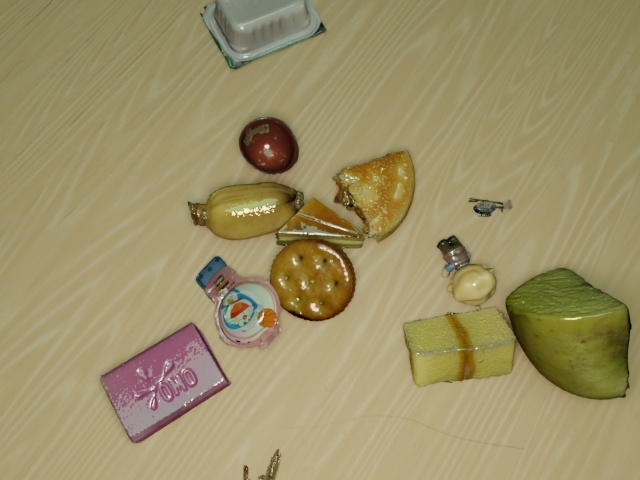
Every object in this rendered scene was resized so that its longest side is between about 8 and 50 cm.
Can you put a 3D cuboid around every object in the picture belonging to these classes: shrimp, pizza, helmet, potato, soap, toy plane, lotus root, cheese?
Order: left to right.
[{"bbox_3d":[-0.372,0.341,1.348,0.259,0.081,0.181,-30,74,-11],"label":"soap"},{"bbox_3d":[-0.210,0.158,1.414,0.189,0.074,0.286,-45,65,-1],"label":"cheese"},{"bbox_3d":[-0.191,-0.079,1.471,0.303,0.131,0.146,-8,49,-5],"label":"lotus root"},{"bbox_3d":[-0.140,0.542,1.316,0.083,0.023,0.114,21,76,9],"label":"shrimp"},{"bbox_3d":[-0.137,-0.243,1.540,0.175,0.106,0.155,42,77,10],"label":"helmet"},{"bbox_3d":[0.139,-0.135,1.521,0.229,0.081,0.289,18,71,-2],"label":"pizza"},{"bbox_3d":[0.473,-0.093,1.543,0.121,0.031,0.049,2,63,3],"label":"toy plane"},{"bbox_3d":[0.564,0.245,1.307,0.213,0.330,0.280,-15,102,5],"label":"potato"}]

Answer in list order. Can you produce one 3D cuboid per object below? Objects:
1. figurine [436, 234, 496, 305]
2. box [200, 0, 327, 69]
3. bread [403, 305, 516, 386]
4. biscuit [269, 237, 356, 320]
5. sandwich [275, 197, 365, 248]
[{"bbox_3d":[0.374,0.079,1.456,0.114,0.108,0.196,-19,54,-18],"label":"figurine"},{"bbox_3d":[-0.182,-0.706,1.698,0.337,0.106,0.264,-27,74,-9],"label":"box"},{"bbox_3d":[0.348,0.267,1.381,0.266,0.142,0.178,-10,87,-3],"label":"bread"},{"bbox_3d":[-0.019,0.101,1.405,0.220,0.066,0.220,1,96,14],"label":"biscuit"},{"bbox_3d":[0.000,0.000,1.456,0.187,0.117,0.144,37,76,8],"label":"sandwich"}]
